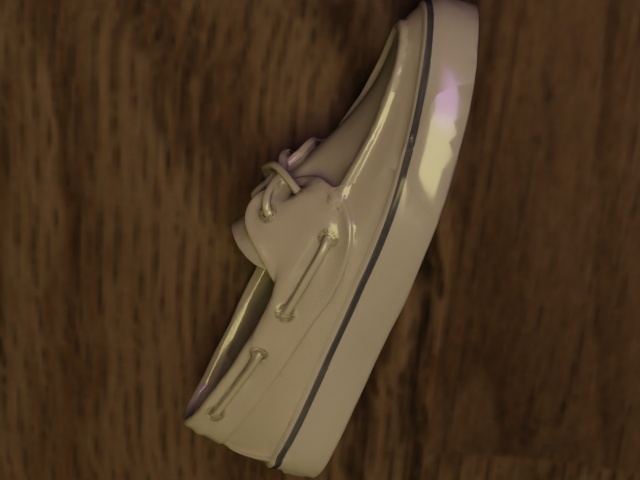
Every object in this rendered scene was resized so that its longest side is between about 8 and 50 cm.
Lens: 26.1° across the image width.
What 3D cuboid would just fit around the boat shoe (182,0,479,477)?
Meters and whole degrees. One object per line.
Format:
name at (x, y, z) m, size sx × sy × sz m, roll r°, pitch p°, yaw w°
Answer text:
boat shoe at (0.000, 0.000, 0.659) m, size 0.084 × 0.095 × 0.258 m, roll 17°, pitch 110°, yaw -8°
